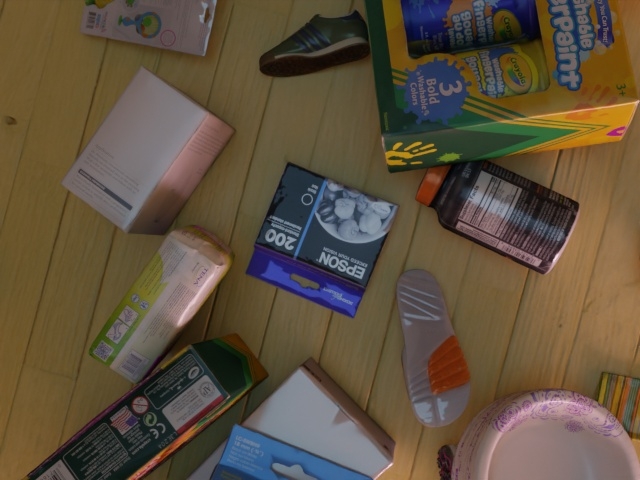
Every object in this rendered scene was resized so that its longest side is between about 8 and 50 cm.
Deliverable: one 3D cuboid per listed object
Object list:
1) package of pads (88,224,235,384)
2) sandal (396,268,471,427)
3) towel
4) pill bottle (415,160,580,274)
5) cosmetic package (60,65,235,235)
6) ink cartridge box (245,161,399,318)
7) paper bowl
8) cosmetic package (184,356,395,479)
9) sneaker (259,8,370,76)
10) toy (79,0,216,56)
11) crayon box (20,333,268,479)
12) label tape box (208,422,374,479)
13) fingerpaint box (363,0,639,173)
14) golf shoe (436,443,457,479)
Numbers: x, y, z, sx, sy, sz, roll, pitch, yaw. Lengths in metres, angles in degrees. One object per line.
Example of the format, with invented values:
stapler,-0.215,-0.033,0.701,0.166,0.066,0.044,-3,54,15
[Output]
package of pads,-0.235,0.087,1.552,0.101,0.296,0.229,35,92,-3
sandal,0.181,0.179,1.626,0.102,0.076,0.265,-6,67,-3
towel,0.565,0.285,1.605,0.237,0.021,0.102,10,91,6
pill bottle,0.278,-0.053,1.586,0.246,0.130,0.130,26,92,6
cosmetic package,-0.270,-0.138,1.596,0.138,0.224,0.224,37,92,5
ink cartridge box,0.000,0.000,1.657,0.206,0.045,0.208,21,92,5
paper bowl,0.339,0.375,1.536,0.284,0.148,0.284,3,78,-17
cosmetic package,-0.083,0.398,1.605,0.385,0.156,0.217,-43,86,2
sneaker,-0.011,-0.335,1.660,0.192,0.064,0.086,-10,68,15
toy,-0.285,-0.398,1.688,0.237,0.056,0.137,13,94,11
crayon box,-0.271,0.301,1.543,0.363,0.313,0.106,-39,82,4
label tape box,-0.089,0.479,1.475,0.240,0.106,0.333,21,93,3
fingerpaint box,0.254,-0.359,1.528,0.371,0.163,0.445,-7,74,6
golf shoe,0.256,0.411,1.619,0.086,0.067,0.186,-26,88,-19
